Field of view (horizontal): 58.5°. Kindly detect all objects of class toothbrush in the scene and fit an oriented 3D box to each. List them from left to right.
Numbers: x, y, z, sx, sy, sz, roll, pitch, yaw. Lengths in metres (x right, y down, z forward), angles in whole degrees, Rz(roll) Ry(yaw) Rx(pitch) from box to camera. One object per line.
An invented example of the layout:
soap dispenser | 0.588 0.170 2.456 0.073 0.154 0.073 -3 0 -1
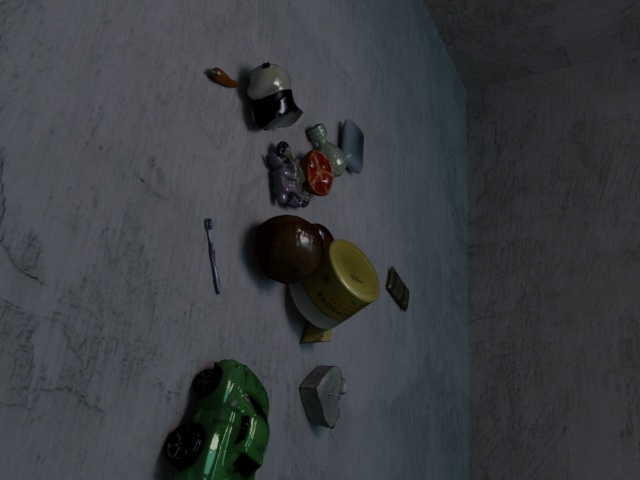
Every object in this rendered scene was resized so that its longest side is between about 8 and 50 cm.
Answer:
toothbrush | -0.266 0.040 1.428 0.013 0.019 0.193 -12 96 -62

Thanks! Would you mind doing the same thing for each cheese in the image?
cheese | 0.058 0.475 1.906 0.120 0.026 0.067 51 41 -32

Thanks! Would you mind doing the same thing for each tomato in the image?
tomato | -0.022 -0.217 1.874 0.155 0.069 0.155 9 79 -54

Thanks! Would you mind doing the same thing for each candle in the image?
candle | 0.005 0.474 1.766 0.168 0.068 0.192 43 48 -50

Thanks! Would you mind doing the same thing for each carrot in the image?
carrot | -0.257 -0.435 1.542 0.142 0.035 0.035 9 76 -68

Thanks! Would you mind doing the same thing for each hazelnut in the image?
hazelnut | -0.091 0.011 1.601 0.208 0.208 0.208 22 65 -58

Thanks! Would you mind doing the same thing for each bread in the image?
bread | -0.009 0.265 1.772 0.080 0.084 0.109 22 65 -60

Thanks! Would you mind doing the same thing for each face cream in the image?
face cream | 0.044 0.131 1.722 0.218 0.179 0.218 35 34 -28

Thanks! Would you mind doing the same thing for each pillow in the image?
pillow | 0.339 0.210 2.468 0.203 0.038 0.113 51 42 -43

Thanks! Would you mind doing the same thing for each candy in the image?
candy | 0.121 -0.355 2.167 0.138 0.071 0.174 34 56 -55

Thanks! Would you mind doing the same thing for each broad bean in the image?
broad bean | 0.000 0.000 1.854 0.165 0.084 0.114 18 66 -66

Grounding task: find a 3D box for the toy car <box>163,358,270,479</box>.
toy car | -0.203 0.453 1.284 0.213 0.176 0.358 59 36 -38

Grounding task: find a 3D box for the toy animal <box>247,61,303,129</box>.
toy animal | -0.142 -0.416 1.654 0.166 0.138 0.179 -48 119 -79

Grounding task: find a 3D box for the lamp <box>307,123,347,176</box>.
lamp | 0.022 -0.306 1.958 0.193 0.106 0.106 63 33 -15

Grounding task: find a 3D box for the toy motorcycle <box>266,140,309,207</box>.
toy motorcycle | -0.100 -0.177 1.725 0.152 0.073 0.225 -56 132 -47
